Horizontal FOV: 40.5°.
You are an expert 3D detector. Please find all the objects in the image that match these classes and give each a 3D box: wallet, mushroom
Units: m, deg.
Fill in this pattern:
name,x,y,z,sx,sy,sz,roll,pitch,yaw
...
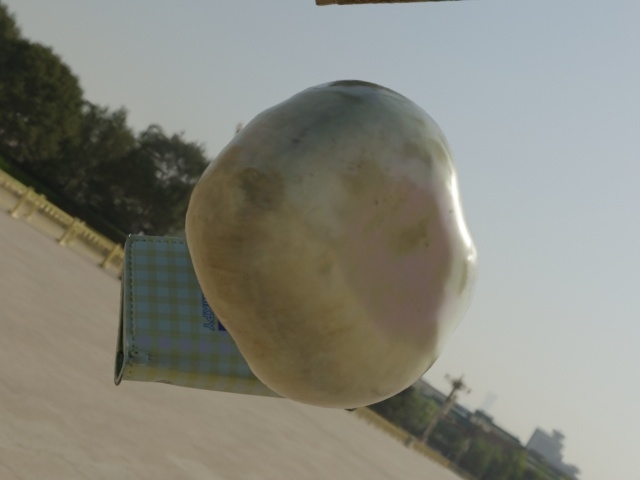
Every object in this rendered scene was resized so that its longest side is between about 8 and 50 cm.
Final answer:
name,x,y,z,sx,sy,sz,roll,pitch,yaw
wallet,-0.096,0.096,1.080,0.310,0.223,0.077,12,-39,-24
mushroom,0.000,0.000,0.721,0.254,0.260,0.234,23,-7,-33

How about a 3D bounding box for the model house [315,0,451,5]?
name,x,y,z,sx,sy,sz,roll,pitch,yaw
model house,0.111,-0.466,1.173,0.245,0.279,0.312,1,17,10
